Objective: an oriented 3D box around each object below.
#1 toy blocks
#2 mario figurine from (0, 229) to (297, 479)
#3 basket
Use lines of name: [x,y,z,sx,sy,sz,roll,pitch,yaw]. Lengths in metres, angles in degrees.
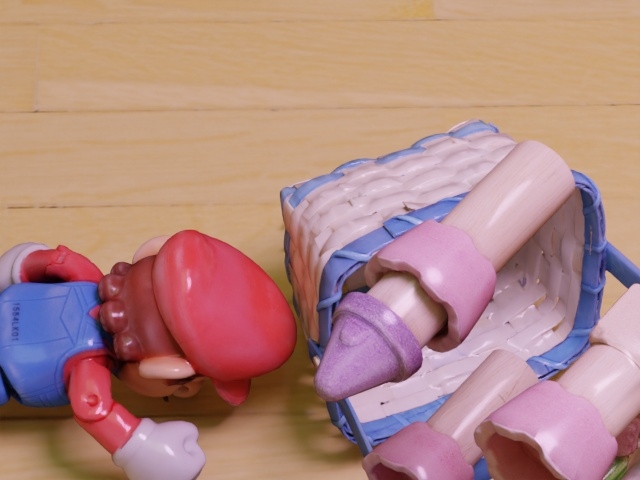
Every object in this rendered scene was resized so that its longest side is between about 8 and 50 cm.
toy blocks: [0.133,0.164,0.978,0.309,0.288,0.260,35,62,23]
mario figurine: [-0.174,0.094,1.343,0.320,0.170,0.198,-8,90,4]
basket: [0.113,0.052,1.300,0.255,0.201,0.289,-18,35,-14]
